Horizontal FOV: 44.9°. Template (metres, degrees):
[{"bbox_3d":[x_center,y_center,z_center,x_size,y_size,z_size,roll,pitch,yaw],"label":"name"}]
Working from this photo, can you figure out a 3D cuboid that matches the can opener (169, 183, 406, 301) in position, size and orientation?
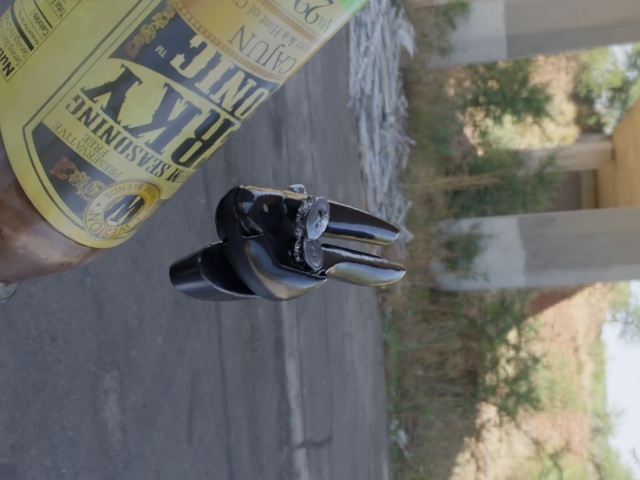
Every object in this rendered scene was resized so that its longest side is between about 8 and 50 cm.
[{"bbox_3d":[0.000,0.000,0.421,0.186,0.073,0.059,-2,89,-58],"label":"can opener"}]

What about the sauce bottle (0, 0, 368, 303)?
[{"bbox_3d":[-0.102,-0.063,0.359,0.111,0.344,0.111,44,12,-12],"label":"sauce bottle"}]
